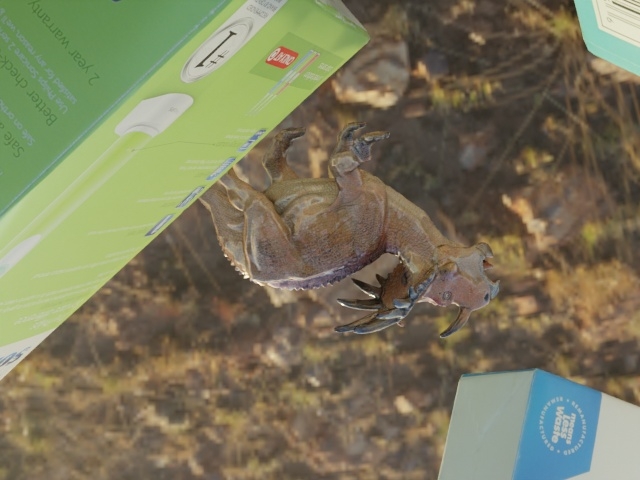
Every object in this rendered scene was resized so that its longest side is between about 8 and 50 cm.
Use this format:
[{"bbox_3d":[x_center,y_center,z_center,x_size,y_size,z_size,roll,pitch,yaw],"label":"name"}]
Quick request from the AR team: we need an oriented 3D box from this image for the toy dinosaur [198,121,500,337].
[{"bbox_3d":[0.000,0.000,1.090,0.295,0.200,0.127,-2,-168,23],"label":"toy dinosaur"}]

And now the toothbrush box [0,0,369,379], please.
[{"bbox_3d":[-0.134,-0.045,0.513,0.283,0.122,0.206,-43,174,12],"label":"toothbrush box"}]

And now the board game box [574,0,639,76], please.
[{"bbox_3d":[0.176,-0.224,0.267,0.336,0.079,0.254,-40,134,-10],"label":"board game box"}]

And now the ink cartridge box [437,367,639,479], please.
[{"bbox_3d":[0.179,0.171,0.682,0.231,0.134,0.078,21,162,-22],"label":"ink cartridge box"}]
